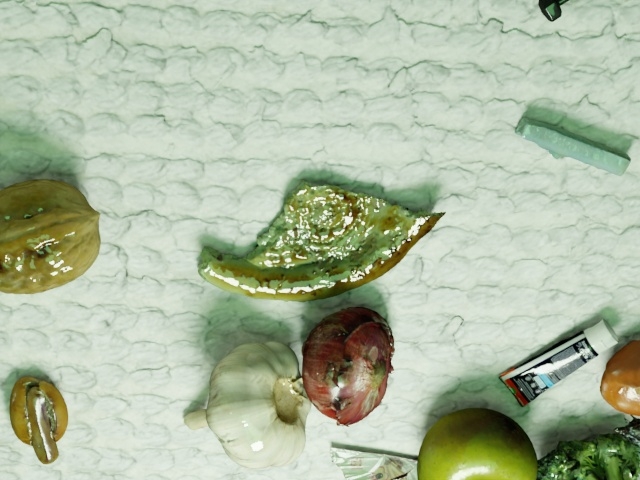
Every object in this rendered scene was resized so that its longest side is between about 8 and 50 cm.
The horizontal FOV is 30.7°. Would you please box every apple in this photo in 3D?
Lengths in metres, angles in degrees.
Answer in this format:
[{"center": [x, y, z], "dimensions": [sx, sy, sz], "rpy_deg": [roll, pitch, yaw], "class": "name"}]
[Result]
[{"center": [0.246, 0.358, 1.861], "dimensions": [0.196, 0.157, 0.196], "rpy_deg": [-1, 117, -2], "class": "apple"}]

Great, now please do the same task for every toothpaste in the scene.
[{"center": [0.382, 0.193, 1.866], "dimensions": [0.193, 0.045, 0.071], "rpy_deg": [-36, 106, 17], "class": "toothpaste"}]

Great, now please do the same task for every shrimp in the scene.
[{"center": [0.558, 0.313, 1.893], "dimensions": [0.174, 0.076, 0.082], "rpy_deg": [1, 153, -28], "class": "shrimp"}]

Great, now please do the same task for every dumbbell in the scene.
[{"center": [0.341, -0.337, 1.606], "dimensions": [0.083, 0.036, 0.040], "rpy_deg": [-33, 115, 9], "class": "dumbbell"}]

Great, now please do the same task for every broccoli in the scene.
[{"center": [0.429, 0.419, 1.896], "dimensions": [0.176, 0.226, 0.198], "rpy_deg": [-10, 96, 26], "class": "broccoli"}]

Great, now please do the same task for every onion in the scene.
[{"center": [0.030, 0.186, 1.767], "dimensions": [0.147, 0.184, 0.184], "rpy_deg": [6, 126, 40], "class": "onion"}]

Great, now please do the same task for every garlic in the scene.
[{"center": [-0.134, 0.252, 1.784], "dimensions": [0.226, 0.199, 0.199], "rpy_deg": [-13, 122, 36], "class": "garlic"}]

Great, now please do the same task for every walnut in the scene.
[{"center": [-0.392, -0.007, 1.619], "dimensions": [0.184, 0.155, 0.155], "rpy_deg": [-17, 117, 7], "class": "walnut"}]

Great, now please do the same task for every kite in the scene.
[{"center": [0.065, 0.426, 1.953], "dimensions": [0.250, 0.012, 0.229], "rpy_deg": [-30, 116, 8], "class": "kite"}]

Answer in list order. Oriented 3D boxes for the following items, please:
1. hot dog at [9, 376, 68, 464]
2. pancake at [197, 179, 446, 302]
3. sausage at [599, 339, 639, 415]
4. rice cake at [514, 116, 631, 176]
[{"center": [-0.435, 0.278, 1.796], "dimensions": [0.089, 0.060, 0.140], "rpy_deg": [4, 119, -4], "class": "hot dog"}, {"center": [0.001, 0.003, 1.720], "dimensions": [0.376, 0.054, 0.197], "rpy_deg": [-19, 116, 1], "class": "pancake"}, {"center": [0.571, 0.217, 1.852], "dimensions": [0.258, 0.133, 0.133], "rpy_deg": [-5, 116, -5], "class": "sausage"}, {"center": [0.370, -0.135, 1.710], "dimensions": [0.180, 0.030, 0.042], "rpy_deg": [18, 116, -14], "class": "rice cake"}]
